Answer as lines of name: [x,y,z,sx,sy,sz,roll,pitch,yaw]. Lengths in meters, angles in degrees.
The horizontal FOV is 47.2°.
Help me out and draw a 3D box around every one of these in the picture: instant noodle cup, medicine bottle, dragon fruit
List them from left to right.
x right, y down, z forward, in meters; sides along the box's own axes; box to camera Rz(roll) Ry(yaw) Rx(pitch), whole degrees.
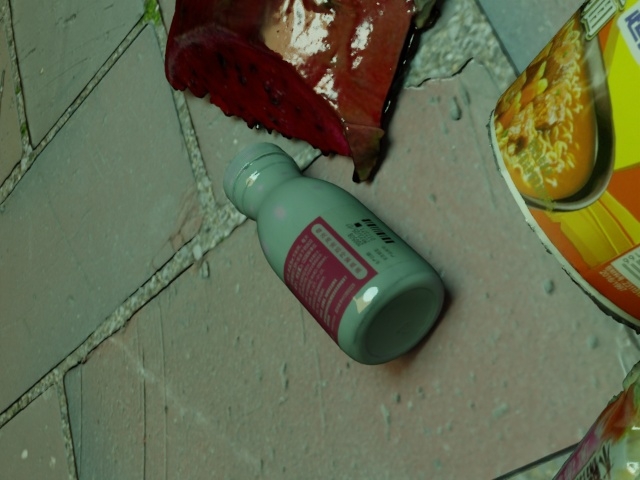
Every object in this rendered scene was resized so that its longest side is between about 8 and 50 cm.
dragon fruit: [-0.040,-0.238,0.681,0.344,0.100,0.282,27,96,42]
medicine bottle: [0.000,0.000,0.592,0.216,0.090,0.090,46,112,40]
instant noodle cup: [0.198,-0.062,0.354,0.174,0.213,0.213,-43,55,37]

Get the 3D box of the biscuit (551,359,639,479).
biscuit: [0.182,0.104,0.308,0.079,0.186,0.309,-74,2,-54]
